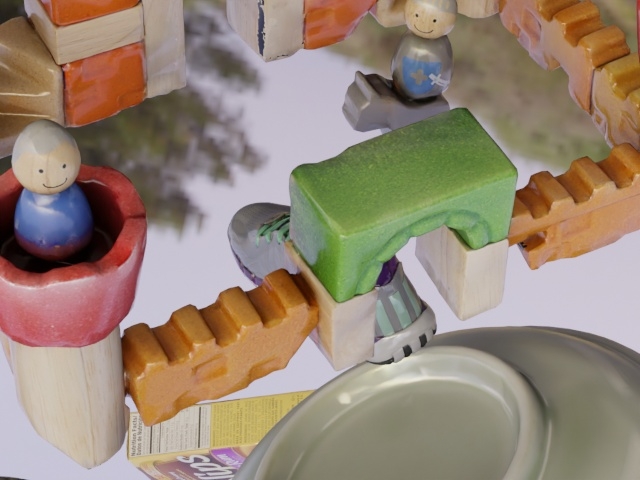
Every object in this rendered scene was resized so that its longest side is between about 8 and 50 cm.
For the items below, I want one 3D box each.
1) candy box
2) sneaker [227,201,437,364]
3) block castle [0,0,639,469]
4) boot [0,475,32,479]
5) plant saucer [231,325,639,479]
[{"bbox_3d":[-0.074,0.191,1.777,0.186,0.053,0.109,-8,152,17],"label":"candy box"},{"bbox_3d":[0.000,0.000,1.372,0.083,0.098,0.223,-36,-140,-20],"label":"sneaker"},{"bbox_3d":[-0.008,-0.107,1.015,0.453,0.213,0.303,-20,-130,-20],"label":"block castle"},{"bbox_3d":[-0.281,0.182,1.185,0.246,0.083,0.161,-6,-174,-23],"label":"boot"},{"bbox_3d":[0.065,0.180,1.309,0.400,0.100,0.400,-21,-145,15],"label":"plant saucer"}]
